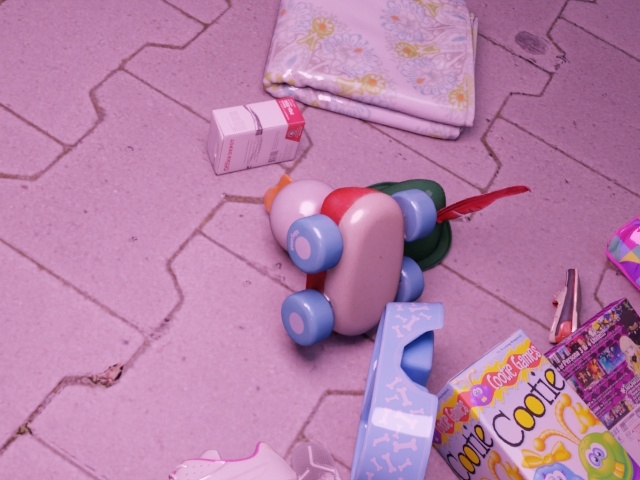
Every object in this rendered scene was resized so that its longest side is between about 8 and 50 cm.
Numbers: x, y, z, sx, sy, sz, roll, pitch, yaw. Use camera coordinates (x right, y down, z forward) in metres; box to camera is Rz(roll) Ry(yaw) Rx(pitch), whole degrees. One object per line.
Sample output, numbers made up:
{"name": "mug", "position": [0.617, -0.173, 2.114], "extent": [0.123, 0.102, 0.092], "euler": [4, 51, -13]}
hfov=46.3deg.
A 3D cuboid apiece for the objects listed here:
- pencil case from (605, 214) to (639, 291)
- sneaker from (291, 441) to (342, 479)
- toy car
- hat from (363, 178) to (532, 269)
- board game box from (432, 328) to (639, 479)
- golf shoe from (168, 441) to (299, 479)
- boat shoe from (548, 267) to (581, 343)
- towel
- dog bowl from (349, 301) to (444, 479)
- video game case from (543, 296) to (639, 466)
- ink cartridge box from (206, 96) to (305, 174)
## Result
{"name": "pencil case", "position": [0.559, 0.069, 1.195], "extent": [0.104, 0.104, 0.236], "euler": [-22, 66, -26]}
{"name": "sneaker", "position": [0.010, 0.316, 0.920], "extent": [0.054, 0.061, 0.152], "euler": [-25, 48, -19]}
{"name": "toy car", "position": [0.000, 0.000, 1.069], "extent": [0.219, 0.210, 0.238], "euler": [-17, 34, -38]}
{"name": "hat", "position": [0.153, -0.070, 1.121], "extent": [0.209, 0.183, 0.173], "euler": [-12, 62, -22]}
{"name": "board game box", "position": [0.274, 0.280, 0.956], "extent": [0.142, 0.144, 0.275], "euler": [-28, 68, -28]}
{"name": "golf shoe", "position": [-0.160, 0.320, 0.847], "extent": [0.306, 0.115, 0.140], "euler": [-6, 49, -26]}
{"name": "boat shoe", "position": [0.380, 0.100, 1.160], "extent": [0.043, 0.049, 0.137], "euler": [-5, 51, 29]}
{"name": "towel", "position": [0.103, -0.354, 1.348], "extent": [0.375, 0.090, 0.320], "euler": [13, 55, -6]}
{"name": "dog bowl", "position": [0.094, 0.195, 0.931], "extent": [0.074, 0.166, 0.297], "euler": [13, 40, 2]}
{"name": "video game case", "position": [0.417, 0.223, 1.066], "extent": [0.232, 0.042, 0.210], "euler": [-28, 82, -29]}
{"name": "ink cartridge box", "position": [-0.103, -0.163, 1.163], "extent": [0.135, 0.099, 0.056], "euler": [-14, 63, -23]}
